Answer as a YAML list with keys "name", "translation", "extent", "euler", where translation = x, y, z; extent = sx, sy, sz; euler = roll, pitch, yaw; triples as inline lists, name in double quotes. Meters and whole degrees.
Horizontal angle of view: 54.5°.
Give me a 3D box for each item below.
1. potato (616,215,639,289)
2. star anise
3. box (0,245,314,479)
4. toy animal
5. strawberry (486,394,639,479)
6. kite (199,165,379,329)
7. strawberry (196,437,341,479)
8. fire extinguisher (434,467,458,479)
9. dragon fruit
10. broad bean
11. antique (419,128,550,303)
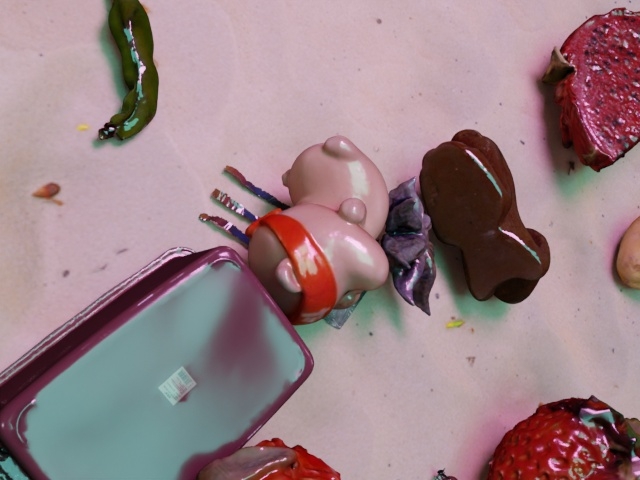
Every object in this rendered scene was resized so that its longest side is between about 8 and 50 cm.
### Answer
- name: "potato"
  translation: [0.578, 0.008, 1.064]
  extent: [0.109, 0.118, 0.178]
  euler: [38, 75, 21]
- name: "star anise"
  translation: [0.111, 0.008, 0.790]
  extent: [0.204, 0.061, 0.180]
  euler: [-79, 154, -51]
- name: "box"
  translation: [-0.160, 0.138, 0.593]
  extent: [0.294, 0.167, 0.193]
  euler: [-41, 99, -29]
- name: "toy animal"
  translation: [0.000, 0.000, 0.697]
  extent: [0.171, 0.171, 0.197]
  euler: [32, 67, -21]
- name: "strawberry"
  translation: [0.341, 0.356, 0.812]
  extent: [0.239, 0.250, 0.288]
  euler: [28, 89, -57]
- name: "kite"
  translation: [-0.031, 0.001, 0.777]
  extent: [0.245, 0.015, 0.141]
  euler: [32, 66, -20]
- name: "strawberry"
  translation: [-0.043, 0.338, 0.552]
  extent: [0.265, 0.149, 0.336]
  euler: [-45, 142, -23]
- name: "fire extinguisher"
  translation: [0.174, 0.344, 0.825]
  extent: [0.046, 0.032, 0.100]
  euler: [-38, 102, 6]
- name: "dragon fruit"
  translation: [0.478, -0.257, 1.047]
  extent: [0.317, 0.152, 0.205]
  euler: [-38, 82, -15]
- name: "broad bean"
  translation: [-0.211, -0.202, 0.697]
  extent: [0.061, 0.046, 0.195]
  euler: [7, 79, -31]
- name: "antique"
  translation: [0.236, -0.030, 0.875]
  extent: [0.256, 0.121, 0.143]
  euler: [60, 33, -4]
